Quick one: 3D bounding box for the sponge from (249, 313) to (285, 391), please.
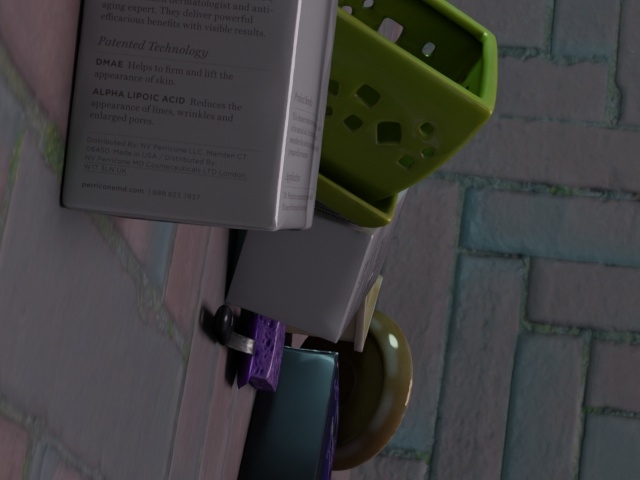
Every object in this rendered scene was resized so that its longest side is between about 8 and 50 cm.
[{"bbox_3d":[-0.063,0.118,2.027,0.210,0.031,0.117,89,9,-81],"label":"sponge"}]

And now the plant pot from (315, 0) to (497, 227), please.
[{"bbox_3d":[0.040,-0.161,1.771,0.207,0.227,0.228,-54,-170,27],"label":"plant pot"}]

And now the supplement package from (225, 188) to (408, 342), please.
[{"bbox_3d":[0.000,0.000,1.896,0.244,0.139,0.134,-49,159,-70],"label":"supplement package"}]

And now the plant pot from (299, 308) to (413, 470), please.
[{"bbox_3d":[0.030,0.205,2.349,0.032,0.236,0.236,22,70,-43],"label":"plant pot"}]

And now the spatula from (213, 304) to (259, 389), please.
[{"bbox_3d":[-0.093,0.107,1.812,0.296,0.030,0.084,68,30,-77],"label":"spatula"}]

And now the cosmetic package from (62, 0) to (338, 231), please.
[{"bbox_3d":[-0.068,-0.202,1.196,0.217,0.156,0.385,7,88,-84],"label":"cosmetic package"}]

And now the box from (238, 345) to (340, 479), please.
[{"bbox_3d":[-0.041,0.295,2.163,0.184,0.103,0.261,84,13,-51],"label":"box"}]

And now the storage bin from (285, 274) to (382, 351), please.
[{"bbox_3d":[0.025,-0.027,2.308,0.260,0.123,0.262,-68,163,-65],"label":"storage bin"}]
